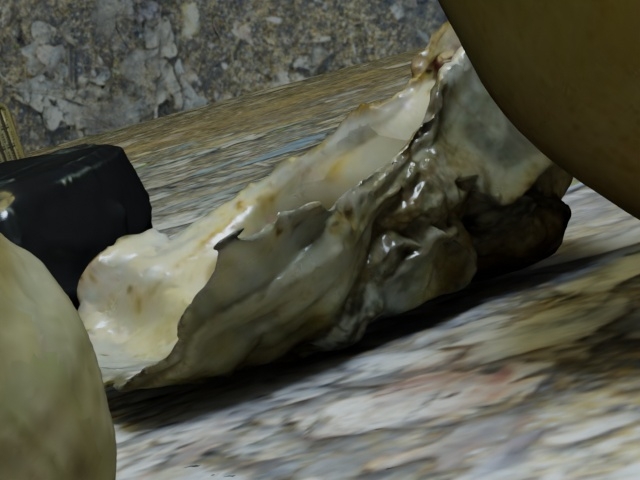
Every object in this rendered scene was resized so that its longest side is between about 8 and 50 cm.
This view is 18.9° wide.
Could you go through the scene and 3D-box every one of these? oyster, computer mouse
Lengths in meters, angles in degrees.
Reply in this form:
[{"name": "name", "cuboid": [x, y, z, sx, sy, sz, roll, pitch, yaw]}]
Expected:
[{"name": "oyster", "cuboid": [0.012, -0.004, 0.737, 0.233, 0.107, 0.161, -38, 20, -17]}, {"name": "computer mouse", "cuboid": [-0.207, 0.030, 0.858, 0.269, 0.100, 0.170, -10, 11, 15]}]

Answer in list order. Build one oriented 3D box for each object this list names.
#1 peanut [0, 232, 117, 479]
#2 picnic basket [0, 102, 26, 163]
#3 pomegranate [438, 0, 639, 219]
[{"name": "peanut", "cuboid": [-0.149, 0.066, 0.397, 0.224, 0.129, 0.129, -21, 5, 21]}, {"name": "picnic basket", "cuboid": [-0.257, -0.014, 1.220, 0.079, 0.115, 0.164, -12, 9, 35]}, {"name": "pomegranate", "cuboid": [0.176, -0.137, 0.585, 0.319, 0.319, 0.319, -16, 8, 2]}]
